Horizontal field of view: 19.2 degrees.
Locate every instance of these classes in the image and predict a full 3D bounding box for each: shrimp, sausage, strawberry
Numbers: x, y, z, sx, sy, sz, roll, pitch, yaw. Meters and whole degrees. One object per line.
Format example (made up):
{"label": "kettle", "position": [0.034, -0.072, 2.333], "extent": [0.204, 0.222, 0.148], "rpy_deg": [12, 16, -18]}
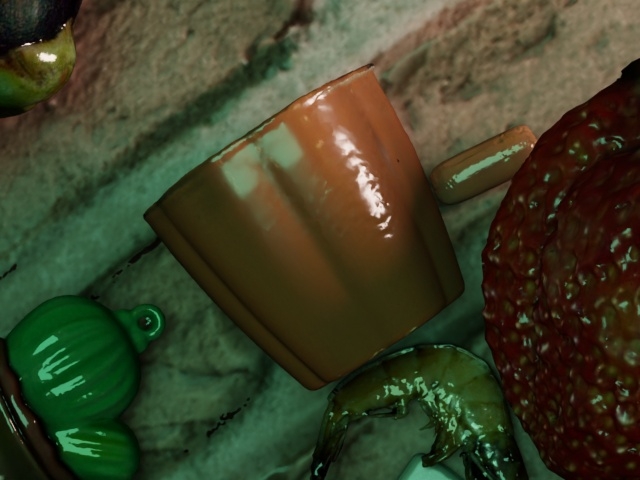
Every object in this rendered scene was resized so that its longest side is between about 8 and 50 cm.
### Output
{"label": "shrimp", "position": [0.070, 0.165, 1.304], "extent": [0.148, 0.035, 0.195], "rpy_deg": [-13, 63, -9]}
{"label": "sausage", "position": [0.119, -0.053, 1.352], "extent": [0.083, 0.034, 0.034], "rpy_deg": [-26, 78, 6]}
{"label": "strawberry", "position": [0.240, 0.036, 1.225], "extent": [0.239, 0.250, 0.288], "rpy_deg": [19, 99, -21]}

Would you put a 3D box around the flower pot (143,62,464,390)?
{"label": "flower pot", "position": [0.000, 0.000, 1.303], "extent": [0.191, 0.190, 0.173], "rpy_deg": [-33, 91, 4]}

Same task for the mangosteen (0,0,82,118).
{"label": "mangosteen", "position": [-0.272, -0.185, 1.362], "extent": [0.243, 0.243, 0.242], "rpy_deg": [-2, 81, 10]}

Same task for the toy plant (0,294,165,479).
{"label": "toy plant", "position": [-0.190, 0.120, 1.349], "extent": [0.200, 0.105, 0.142], "rpy_deg": [-28, 86, -7]}

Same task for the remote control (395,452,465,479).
{"label": "remote control", "position": [0.054, 0.211, 1.330], "extent": [0.053, 0.018, 0.124], "rpy_deg": [34, 86, 14]}
